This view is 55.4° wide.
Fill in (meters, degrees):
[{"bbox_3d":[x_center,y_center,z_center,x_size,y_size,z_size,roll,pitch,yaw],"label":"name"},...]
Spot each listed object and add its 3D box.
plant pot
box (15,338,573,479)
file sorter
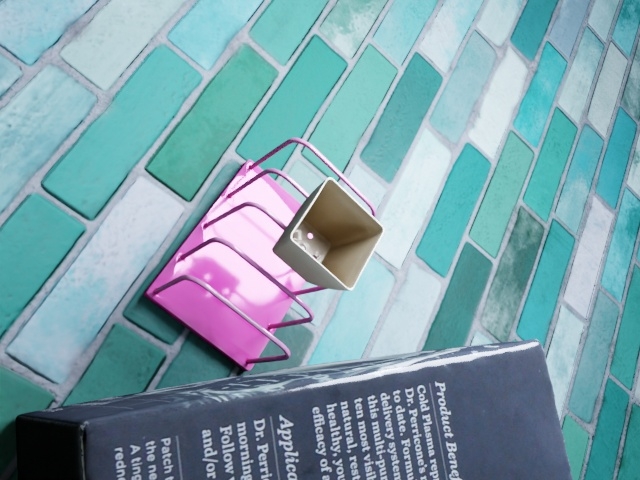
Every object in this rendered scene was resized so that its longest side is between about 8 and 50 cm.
[{"bbox_3d":[0.000,0.000,0.812,0.109,0.096,0.109,42,60,-18],"label":"plant pot"},{"bbox_3d":[-0.060,0.300,0.687,0.472,0.480,0.297,-1,77,-32],"label":"box"},{"bbox_3d":[-0.078,0.018,0.927,0.202,0.182,0.290,41,60,-16],"label":"file sorter"}]
